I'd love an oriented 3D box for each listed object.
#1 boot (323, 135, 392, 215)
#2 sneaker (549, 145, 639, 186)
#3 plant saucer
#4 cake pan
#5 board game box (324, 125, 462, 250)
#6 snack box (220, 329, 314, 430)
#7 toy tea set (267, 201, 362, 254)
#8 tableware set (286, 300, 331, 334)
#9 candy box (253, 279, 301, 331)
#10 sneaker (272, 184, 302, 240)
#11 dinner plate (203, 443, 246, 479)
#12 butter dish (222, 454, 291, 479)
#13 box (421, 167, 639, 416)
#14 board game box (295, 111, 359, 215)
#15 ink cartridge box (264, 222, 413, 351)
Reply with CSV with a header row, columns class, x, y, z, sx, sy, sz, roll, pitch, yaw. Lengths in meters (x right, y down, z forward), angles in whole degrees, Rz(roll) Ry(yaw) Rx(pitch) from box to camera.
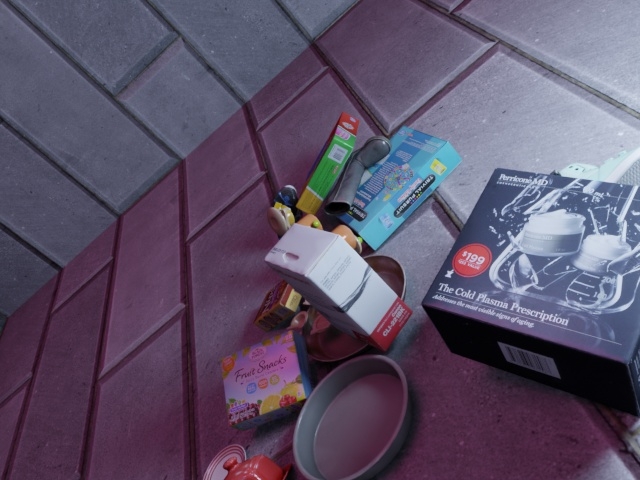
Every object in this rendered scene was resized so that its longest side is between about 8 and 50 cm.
class,x,y,z,sx,sy,sz,roll,pitch,yaw
boot,0.100,-0.177,1.875,0.190,0.076,0.208,-34,20,49
sneaker,0.573,-0.147,1.355,0.256,0.094,0.151,-40,35,15
plant saucer,0.087,0.169,1.640,0.311,0.050,0.310,-32,32,23
cake pan,0.070,0.372,1.394,0.293,0.054,0.293,-33,31,22
board game box,0.193,-0.153,1.884,0.336,0.079,0.254,-46,28,-1
snack box,-0.124,0.329,1.599,0.207,0.070,0.174,-23,57,17
toy tea set,0.000,0.000,1.862,0.124,0.200,0.336,-30,33,-31
tableware set,-0.008,0.166,1.698,0.141,0.020,0.168,-15,41,44
candy box,-0.109,0.167,1.838,0.187,0.053,0.109,-43,20,54
sneaker,-0.098,-0.088,2.081,0.080,0.211,0.081,16,44,12
dinner plate,-0.222,0.545,1.592,0.141,0.017,0.141,-32,31,22
butter dish,-0.157,0.503,1.414,0.160,0.118,0.160,-40,-1,9
box,0.402,0.066,1.137,0.343,0.179,0.312,14,61,39
board game box,0.026,-0.238,2.062,0.242,0.064,0.316,-59,6,23
ink cartridge box,0.037,0.097,1.464,0.114,0.273,0.197,-53,30,-13
